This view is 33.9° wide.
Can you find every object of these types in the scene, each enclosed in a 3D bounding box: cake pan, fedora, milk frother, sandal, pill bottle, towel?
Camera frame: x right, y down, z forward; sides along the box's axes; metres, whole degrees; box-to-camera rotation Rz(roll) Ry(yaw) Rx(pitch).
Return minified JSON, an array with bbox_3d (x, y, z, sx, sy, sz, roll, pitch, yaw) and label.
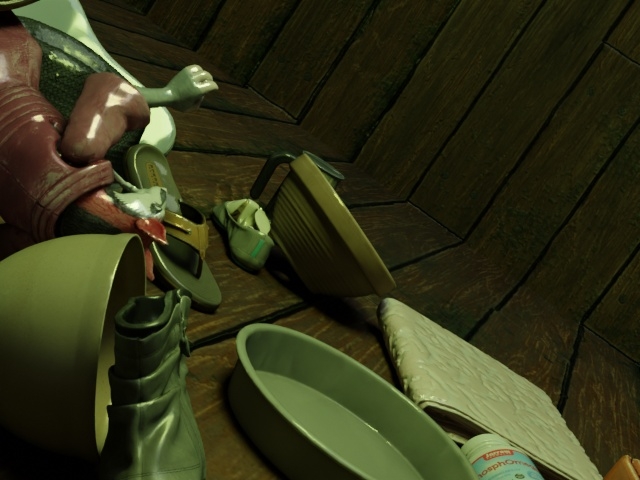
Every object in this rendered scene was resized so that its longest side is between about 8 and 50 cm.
[{"bbox_3d":[0.028,0.190,1.046,0.293,0.054,0.293,32,12,-8],"label":"cake pan"},{"bbox_3d":[-0.329,-0.164,1.269,0.334,0.152,0.334,32,12,-8],"label":"fedora"},{"bbox_3d":[-0.037,-0.067,1.720,0.129,0.135,0.143,26,14,-31],"label":"milk frother"},{"bbox_3d":[-0.163,-0.022,1.211,0.090,0.060,0.219,9,56,-55],"label":"sandal"},{"bbox_3d":[0.195,0.269,1.097,0.087,0.087,0.160,30,12,-19],"label":"pill bottle"},{"bbox_3d":[0.227,0.225,1.458,0.317,0.053,0.332,32,12,-15],"label":"towel"}]

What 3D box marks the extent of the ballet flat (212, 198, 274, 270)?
[{"bbox_3d":[-0.105,-0.023,1.516,0.072,0.068,0.213,29,12,-23],"label":"ballet flat"}]

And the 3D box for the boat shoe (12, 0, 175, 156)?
[{"bbox_3d":[-0.355,-0.233,1.494,0.367,0.136,0.156,46,-28,-2],"label":"boat shoe"}]

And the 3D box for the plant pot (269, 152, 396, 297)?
[{"bbox_3d":[0.000,0.000,1.514,0.237,0.110,0.237,56,-2,2],"label":"plant pot"}]

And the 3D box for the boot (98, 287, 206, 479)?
[{"bbox_3d":[-0.112,0.121,0.641,0.083,0.161,0.246,-2,11,-4],"label":"boot"}]

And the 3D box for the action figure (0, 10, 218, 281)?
[{"bbox_3d":[-0.270,-0.097,0.919,0.370,0.248,0.276,36,12,24],"label":"action figure"}]

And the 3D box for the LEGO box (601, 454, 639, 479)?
[{"bbox_3d":[0.343,0.402,0.690,0.372,0.193,0.500,34,12,-1],"label":"LEGO box"}]

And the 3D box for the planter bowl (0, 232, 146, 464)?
[{"bbox_3d":[-0.191,0.070,0.736,0.109,0.162,0.162,6,13,0],"label":"planter bowl"}]

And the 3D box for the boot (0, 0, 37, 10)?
[{"bbox_3d":[-0.309,-0.262,0.921,0.082,0.106,0.219,37,40,27],"label":"boot"}]
